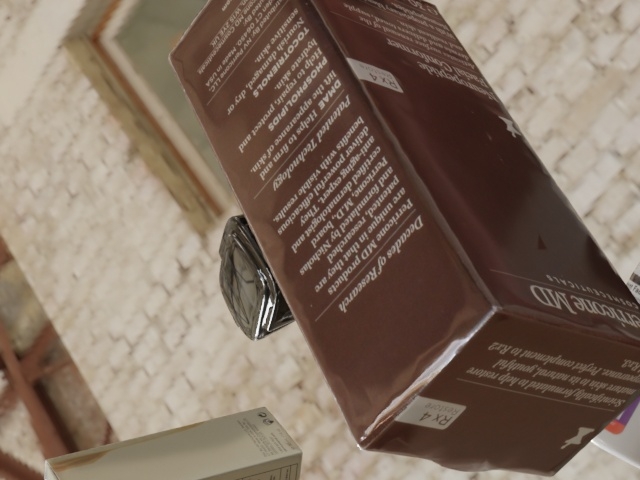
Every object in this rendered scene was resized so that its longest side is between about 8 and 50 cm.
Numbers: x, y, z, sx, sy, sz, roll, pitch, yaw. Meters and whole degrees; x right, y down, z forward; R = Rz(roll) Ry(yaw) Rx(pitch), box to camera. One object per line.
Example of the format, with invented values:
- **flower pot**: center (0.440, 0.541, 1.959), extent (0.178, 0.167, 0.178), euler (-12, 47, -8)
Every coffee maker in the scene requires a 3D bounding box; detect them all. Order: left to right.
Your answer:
- **coffee maker**: center (0.000, 0.000, 1.393), extent (0.178, 0.120, 0.171), euler (-18, -55, -29)

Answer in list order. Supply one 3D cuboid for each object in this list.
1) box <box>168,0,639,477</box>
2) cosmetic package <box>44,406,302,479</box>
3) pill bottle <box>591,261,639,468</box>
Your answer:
- **box**: center (0.055, -0.031, 1.007), extent (0.191, 0.381, 0.143), euler (15, -53, -43)
- **cosmetic package**: center (-0.069, 0.123, 0.682), extent (0.115, 0.041, 0.060), euler (-9, -56, -30)
- **pill bottle**: center (0.277, 0.079, 1.143), extent (0.108, 0.108, 0.193), euler (21, -80, -52)
